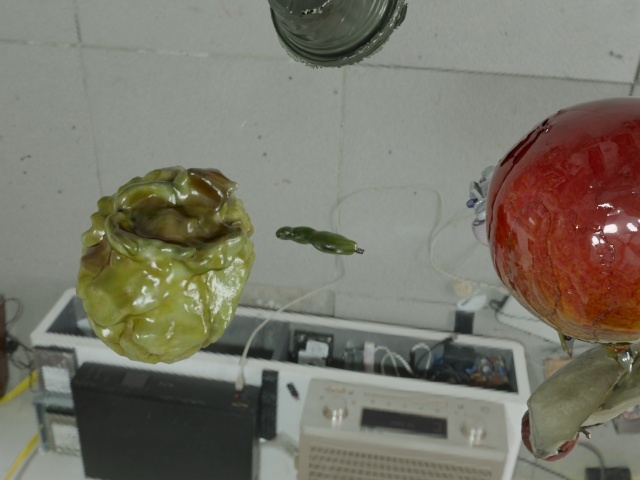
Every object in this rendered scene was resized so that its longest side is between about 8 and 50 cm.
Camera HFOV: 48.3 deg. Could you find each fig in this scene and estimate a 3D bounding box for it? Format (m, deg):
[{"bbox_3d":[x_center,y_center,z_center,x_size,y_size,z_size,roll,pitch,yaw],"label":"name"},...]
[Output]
[{"bbox_3d":[0.502,0.414,1.558,0.129,0.128,0.150,12,148,2],"label":"fig"}]

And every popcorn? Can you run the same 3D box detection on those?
[{"bbox_3d":[-0.198,0.024,0.943,0.224,0.258,0.270,27,94,-21],"label":"popcorn"}]

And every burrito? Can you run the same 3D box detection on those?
[{"bbox_3d":[0.491,0.253,1.236,0.332,0.190,0.135,-31,71,4],"label":"burrito"}]

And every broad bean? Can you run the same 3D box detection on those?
[{"bbox_3d":[0.000,0.000,1.690,0.214,0.070,0.048,10,110,8],"label":"broad bean"}]

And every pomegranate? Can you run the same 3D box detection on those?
[{"bbox_3d":[0.246,-0.005,0.599,0.210,0.210,0.235,-2,123,11],"label":"pomegranate"}]

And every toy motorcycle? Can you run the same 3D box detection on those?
[{"bbox_3d":[0.318,-0.071,1.242,0.113,0.254,0.112,7,119,13],"label":"toy motorcycle"}]

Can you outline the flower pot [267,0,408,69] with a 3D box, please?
[{"bbox_3d":[0.004,-0.387,1.085,0.236,0.141,0.235,0,90,24],"label":"flower pot"}]
